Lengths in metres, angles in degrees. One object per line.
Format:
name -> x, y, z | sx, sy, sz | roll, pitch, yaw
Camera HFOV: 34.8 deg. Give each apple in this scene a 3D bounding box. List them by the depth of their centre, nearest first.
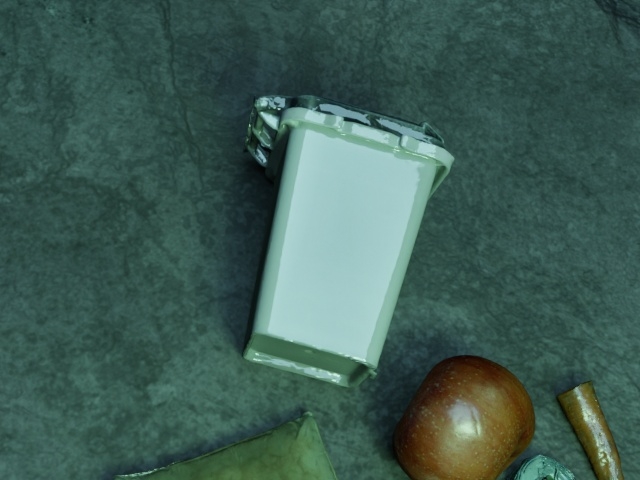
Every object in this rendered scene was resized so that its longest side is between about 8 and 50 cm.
apple -> 0.197, 0.255, 1.379 | 0.162, 0.201, 0.201 | 33, 62, 13

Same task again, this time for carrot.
carrot -> 0.411, 0.317, 1.485 | 0.057, 0.057, 0.224 | -14, 73, -18

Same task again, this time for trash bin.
trash bin -> 0.000, 0.000, 1.452 | 0.296, 0.256, 0.368 | 16, 70, -6

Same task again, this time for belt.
belt -> 0.319, 0.371, 1.428 | 0.105, 0.058, 0.140 | -15, 68, -22

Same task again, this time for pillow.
pillow -> -0.114, 0.351, 1.335 | 0.302, 0.075, 0.185 | -16, 67, -20
